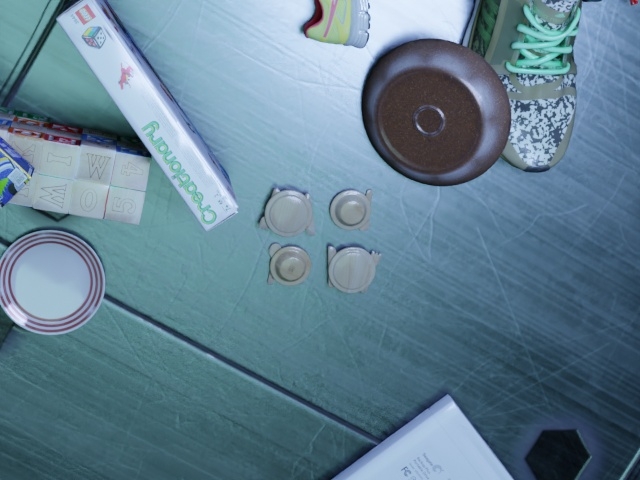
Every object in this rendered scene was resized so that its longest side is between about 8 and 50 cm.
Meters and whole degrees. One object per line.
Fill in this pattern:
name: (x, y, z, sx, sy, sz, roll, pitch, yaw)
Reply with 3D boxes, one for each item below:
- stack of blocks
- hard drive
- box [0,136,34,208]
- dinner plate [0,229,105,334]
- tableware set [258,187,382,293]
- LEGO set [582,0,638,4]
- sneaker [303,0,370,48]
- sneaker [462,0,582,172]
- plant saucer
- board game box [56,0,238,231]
stack of blocks: (-0.361, -0.101, 1.739, 0.297, 0.171, 0.087, 10, 102, -10)
hard drive: (0.104, 0.407, 1.984, 0.353, 0.047, 0.233, -37, 105, 2)
box: (-0.403, -0.115, 1.609, 0.054, 0.059, 0.169, -44, 106, 5)
dinner plate: (-0.352, 0.054, 1.857, 0.141, 0.017, 0.141, -2, 104, -7)
tableware set: (0.000, 0.000, 1.886, 0.169, 0.020, 0.141, 2, 105, -9)
LEGO set: (0.431, -0.391, 1.839, 0.182, 0.060, 0.244, 28, 87, -12)
sneaker: (0.013, -0.341, 1.773, 0.094, 0.081, 0.208, -3, 104, -4)
sneaker: (0.265, -0.278, 1.766, 0.158, 0.182, 0.410, -5, 105, -6)
plant saucer: (0.142, -0.156, 1.812, 0.199, 0.036, 0.198, 8, 114, 18)
board game box: (-0.208, -0.165, 1.731, 0.053, 0.193, 0.305, -34, 105, 2)
